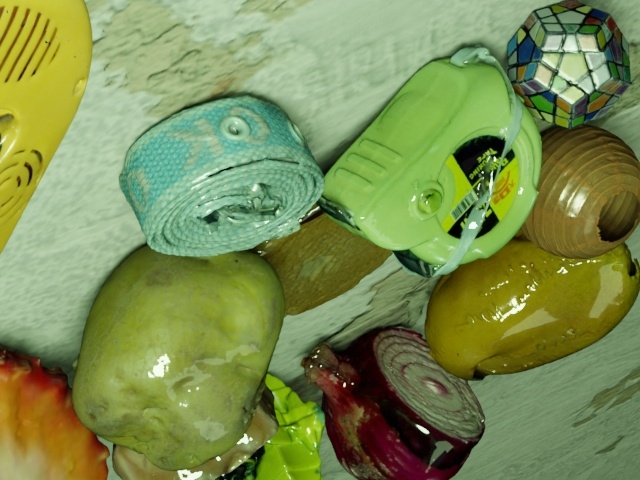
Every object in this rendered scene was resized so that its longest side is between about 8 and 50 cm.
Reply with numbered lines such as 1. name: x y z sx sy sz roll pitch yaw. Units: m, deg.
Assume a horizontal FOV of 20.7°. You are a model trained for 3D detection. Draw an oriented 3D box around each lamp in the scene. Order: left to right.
1. lamp: 0.251 -0.048 1.713 0.136 0.136 0.136 -27 156 -13

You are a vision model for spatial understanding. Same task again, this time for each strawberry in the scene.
1. strawberry: -0.317 0.199 1.445 0.265 0.149 0.336 -60 146 -29

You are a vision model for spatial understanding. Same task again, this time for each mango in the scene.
1. mango: 0.217 0.059 1.833 0.248 0.151 0.156 -25 179 32

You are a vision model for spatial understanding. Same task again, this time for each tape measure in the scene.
1. tape measure: 0.105 -0.062 1.494 0.200 0.106 0.175 -53 131 -10

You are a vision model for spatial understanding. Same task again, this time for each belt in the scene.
1. belt: -0.074 -0.045 1.376 0.163 0.082 0.147 -17 156 -31

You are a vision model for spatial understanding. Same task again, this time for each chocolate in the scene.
1. chocolate: -0.121 0.165 1.607 0.148 0.093 0.214 -40 -174 0

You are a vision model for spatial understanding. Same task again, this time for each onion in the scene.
1. onion: 0.057 0.176 1.865 0.218 0.195 0.140 22 126 -30

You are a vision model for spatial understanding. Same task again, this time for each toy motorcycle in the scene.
1. toy motorcycle: -0.072 0.271 1.909 0.206 0.142 0.342 -23 156 -26

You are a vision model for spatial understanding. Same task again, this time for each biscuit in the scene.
1. biscuit: 0.000 0.000 1.599 0.226 0.042 0.226 -29 157 -14

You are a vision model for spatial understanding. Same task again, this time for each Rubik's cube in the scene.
1. Rubik's cube: 0.214 -0.152 1.511 0.111 0.111 0.093 -20 126 -27

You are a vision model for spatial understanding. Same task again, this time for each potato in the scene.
1. potato: -0.118 0.088 1.463 0.154 0.137 0.200 25 88 -27

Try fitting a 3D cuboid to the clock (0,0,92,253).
1. clock: -0.264 -0.073 0.977 0.317 0.200 0.244 -51 155 18
